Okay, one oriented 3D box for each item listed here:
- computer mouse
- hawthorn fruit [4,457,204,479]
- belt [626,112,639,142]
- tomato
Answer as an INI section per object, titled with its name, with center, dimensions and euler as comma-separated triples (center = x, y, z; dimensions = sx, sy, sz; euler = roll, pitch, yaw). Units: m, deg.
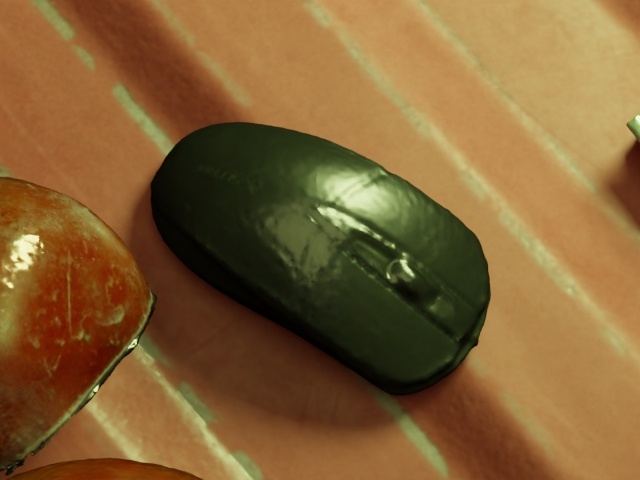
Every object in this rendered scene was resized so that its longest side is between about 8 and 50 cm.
[computer mouse]
center = 0.000, 0.000, 1.304
dimensions = 0.269, 0.086, 0.138
euler = 30, 74, 6
[hawthorn fruit]
center = -0.133, 0.279, 1.101
dimensions = 0.295, 0.311, 0.295
euler = -3, 104, -11
[belt]
center = 0.365, -0.144, 1.362
dimensions = 0.302, 0.087, 0.072
euler = -33, 80, -12
[tomato]
center = -0.230, 0.041, 1.202
dimensions = 0.180, 0.155, 0.214
euler = -4, 38, 35
